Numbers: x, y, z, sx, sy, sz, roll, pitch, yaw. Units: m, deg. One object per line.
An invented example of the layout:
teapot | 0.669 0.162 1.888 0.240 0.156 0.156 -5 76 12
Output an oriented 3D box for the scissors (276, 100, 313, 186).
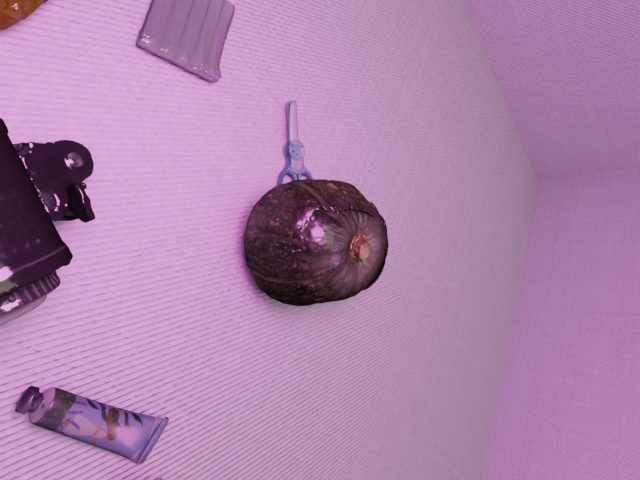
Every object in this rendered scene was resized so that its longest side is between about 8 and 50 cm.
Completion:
scissors | -0.068 -0.225 1.059 0.125 0.030 0.256 -9 97 -45

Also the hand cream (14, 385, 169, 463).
hand cream | -0.373 0.304 0.697 0.256 0.055 0.088 48 59 -41

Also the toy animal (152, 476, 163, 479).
toy animal | -0.272 0.521 0.707 0.166 0.154 0.250 -38 122 -16

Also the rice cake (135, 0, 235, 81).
rice cake | -0.270 -0.446 0.859 0.189 0.037 0.198 14 77 -45

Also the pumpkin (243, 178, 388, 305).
pumpkin | 0.000 0.000 0.945 0.327 0.257 0.292 -19 113 -40

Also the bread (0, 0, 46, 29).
bread | -0.447 -0.430 0.638 0.087 0.098 0.270 24 64 2

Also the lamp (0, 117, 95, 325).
lamp | -0.461 -0.015 0.505 0.374 0.204 0.273 -7 89 -57
